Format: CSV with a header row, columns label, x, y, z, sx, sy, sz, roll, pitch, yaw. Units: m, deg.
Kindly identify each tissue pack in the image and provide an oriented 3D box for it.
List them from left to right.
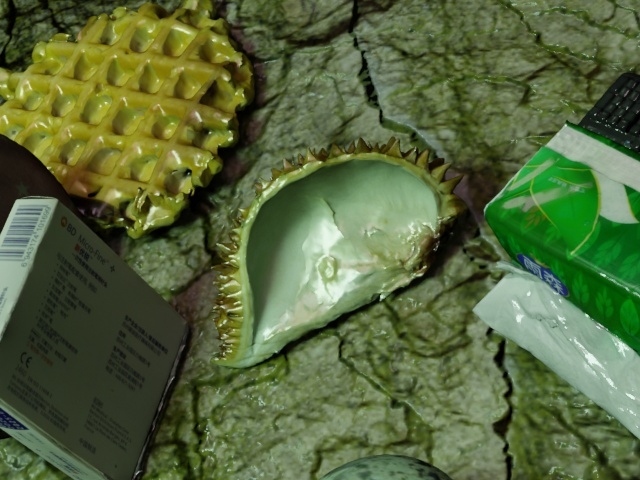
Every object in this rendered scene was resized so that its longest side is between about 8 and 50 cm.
label,x,y,z,sx,sy,sz,roll,pitch,yaw
tissue pack,0.220,0.044,0.909,0.156,0.148,0.209,-47,51,-10

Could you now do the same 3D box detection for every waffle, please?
label,x,y,z,sx,sy,sz,roll,pitch,yaw
waffle,-0.212,-0.117,1.300,0.312,0.060,0.307,-17,49,15

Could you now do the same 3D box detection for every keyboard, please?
label,x,y,z,sx,sy,sz,roll,pitch,yaw
keyboard,0.304,-0.067,1.028,0.230,0.025,0.093,29,71,38

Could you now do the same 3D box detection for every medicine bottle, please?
label,x,y,z,sx,sy,sz,roll,pitch,yaw
medicine bottle,-0.191,0.085,1.052,0.052,0.201,0.171,-1,58,31

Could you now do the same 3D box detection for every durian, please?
label,x,y,z,sx,sy,sz,roll,pitch,yaw
durian,0.000,0.000,1.103,0.252,0.144,0.139,-25,87,0

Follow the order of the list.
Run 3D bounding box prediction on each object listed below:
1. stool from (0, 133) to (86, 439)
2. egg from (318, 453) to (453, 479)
label,x,y,z,sx,sy,sz,roll,pitch,yaw
stool,-0.336,0.049,1.130,0.178,0.272,0.272,-19,49,34
egg,0.031,0.223,0.888,0.172,0.132,0.132,-52,50,0
